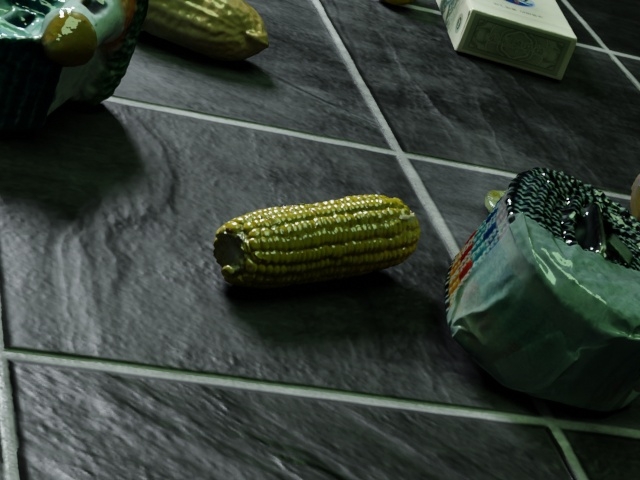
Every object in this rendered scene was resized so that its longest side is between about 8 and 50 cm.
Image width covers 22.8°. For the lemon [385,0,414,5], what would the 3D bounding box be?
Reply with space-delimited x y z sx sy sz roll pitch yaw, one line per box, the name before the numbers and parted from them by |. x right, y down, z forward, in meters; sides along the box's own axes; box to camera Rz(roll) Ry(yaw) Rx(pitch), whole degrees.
lemon | 0.107 -0.384 2.282 0.082 0.082 0.111 4 38 -30

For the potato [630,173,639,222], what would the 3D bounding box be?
potato | 0.477 -0.043 1.770 0.266 0.229 0.229 15 27 -19

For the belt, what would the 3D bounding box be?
belt | 0.233 0.047 1.504 0.207 0.150 0.257 27 27 -9

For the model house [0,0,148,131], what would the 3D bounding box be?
model house | -0.328 -0.205 1.559 0.253 0.184 0.291 25 32 -1

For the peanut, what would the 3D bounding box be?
peanut | -0.153 -0.267 1.887 0.194 0.093 0.083 25 61 -10

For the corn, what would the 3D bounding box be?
corn | 0.000 0.000 1.501 0.238 0.080 0.080 -7 38 -39

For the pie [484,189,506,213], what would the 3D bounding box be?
pie | 0.223 -0.032 1.781 0.085 0.017 0.085 15 29 -9

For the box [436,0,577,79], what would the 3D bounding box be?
box | 0.262 -0.330 2.302 0.164 0.069 0.256 14 27 -12
